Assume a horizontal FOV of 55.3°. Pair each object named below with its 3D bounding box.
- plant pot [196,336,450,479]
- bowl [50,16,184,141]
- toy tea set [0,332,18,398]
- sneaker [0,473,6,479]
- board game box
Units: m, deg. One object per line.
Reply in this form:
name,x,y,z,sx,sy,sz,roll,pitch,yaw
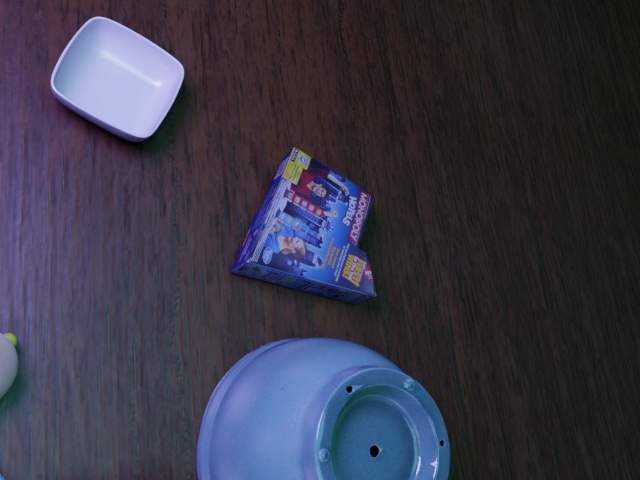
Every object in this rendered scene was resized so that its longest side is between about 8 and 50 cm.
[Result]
plant pot,0.026,0.248,0.719,0.292,0.196,0.293,10,69,-27
bowl,-0.263,-0.202,0.793,0.141,0.053,0.142,29,62,-19
toy tea set,-0.466,0.133,0.548,0.336,0.124,0.200,-37,123,-37
sneaker,-0.343,0.258,0.502,0.086,0.237,0.085,23,106,-6
board game box,0.000,0.000,0.871,0.194,0.060,0.194,31,60,-19
